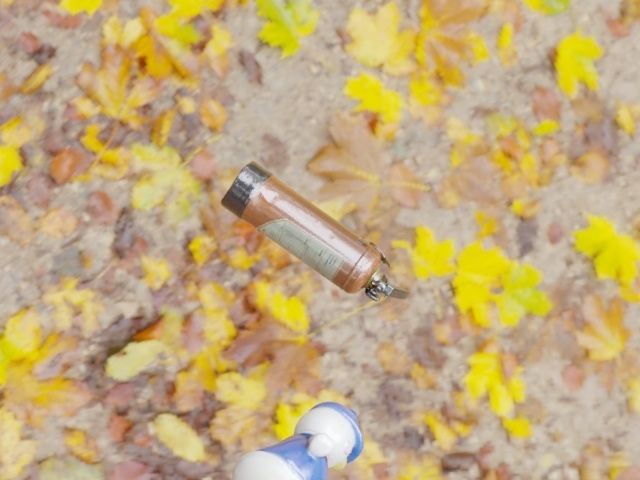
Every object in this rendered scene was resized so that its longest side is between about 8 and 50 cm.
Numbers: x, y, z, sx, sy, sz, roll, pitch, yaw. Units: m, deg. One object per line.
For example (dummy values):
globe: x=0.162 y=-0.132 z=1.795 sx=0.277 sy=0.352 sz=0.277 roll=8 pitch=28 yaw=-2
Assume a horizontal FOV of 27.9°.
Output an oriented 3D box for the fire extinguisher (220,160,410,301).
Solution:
fire extinguisher: x=0.000 y=0.000 z=1.099 sx=0.177 sy=0.062 sz=0.050 roll=36 pitch=99 yaw=4

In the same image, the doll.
doll: x=-0.013 y=0.148 z=0.865 sx=0.057 sy=0.099 sz=0.143 roll=48 pitch=36 yaw=4
